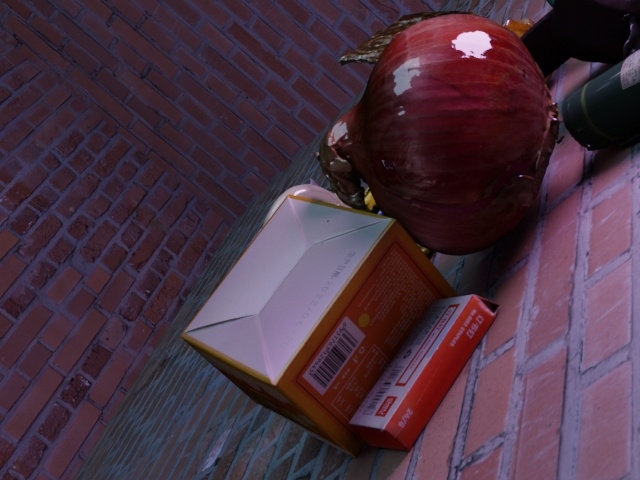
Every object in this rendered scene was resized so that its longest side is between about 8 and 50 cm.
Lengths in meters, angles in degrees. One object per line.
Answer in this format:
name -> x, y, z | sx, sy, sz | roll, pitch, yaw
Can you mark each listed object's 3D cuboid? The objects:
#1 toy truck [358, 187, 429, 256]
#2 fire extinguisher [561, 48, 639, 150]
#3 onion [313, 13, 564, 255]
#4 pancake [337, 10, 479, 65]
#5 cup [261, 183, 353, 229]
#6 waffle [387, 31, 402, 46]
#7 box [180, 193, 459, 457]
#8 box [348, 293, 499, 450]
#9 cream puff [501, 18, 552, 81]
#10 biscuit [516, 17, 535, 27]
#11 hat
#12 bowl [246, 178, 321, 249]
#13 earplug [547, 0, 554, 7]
toy truck -> 0.068, 0.040, 1.773 | 0.385, 0.161, 0.162 | -51, 1, 0
fire extinguisher -> 0.437, -0.208, 1.267 | 0.294, 0.093, 0.118 | -34, 45, 57
onion -> 0.198, -0.150, 1.423 | 0.354, 0.353, 0.353 | -48, 10, 12
pancake -> 0.237, -0.434, 2.253 | 0.304, 0.067, 0.426 | -31, 28, -18
cup -> -0.004, -0.001, 1.934 | 0.202, 0.255, 0.173 | -52, 15, -4
waffle -> 0.181, -0.226, 1.932 | 0.224, 0.098, 0.328 | -63, -29, -63
box -> 0.004, 0.116, 1.452 | 0.283, 0.214, 0.259 | -52, 34, -16
box -> 0.136, 0.167, 1.319 | 0.229, 0.050, 0.123 | -53, 12, -19
cream puff -> 0.325, -0.285, 1.865 | 0.241, 0.155, 0.269 | -57, 18, -11
biscuit -> 0.370, -0.353, 2.089 | 0.259, 0.079, 0.259 | -47, 10, 11
hat -> 0.450, -0.322, 1.514 | 0.238, 0.209, 0.336 | -33, -20, -37
bowl -> -0.063, -0.001, 2.504 | 0.287, 0.144, 0.287 | -47, 11, 12
earplug -> 0.501, -0.485, 1.783 | 0.280, 0.164, 0.257 | -40, 16, -6
